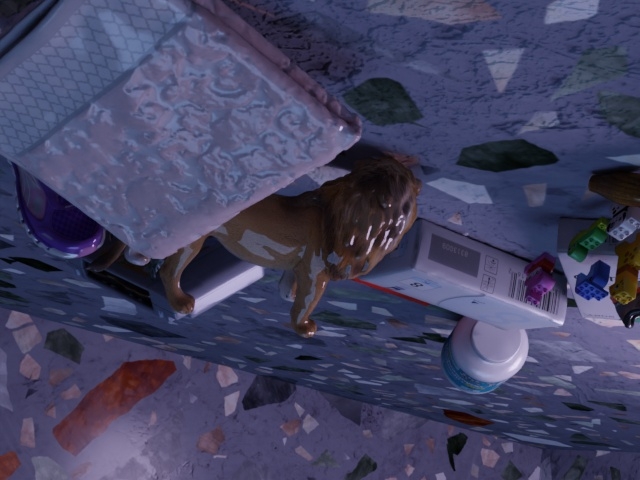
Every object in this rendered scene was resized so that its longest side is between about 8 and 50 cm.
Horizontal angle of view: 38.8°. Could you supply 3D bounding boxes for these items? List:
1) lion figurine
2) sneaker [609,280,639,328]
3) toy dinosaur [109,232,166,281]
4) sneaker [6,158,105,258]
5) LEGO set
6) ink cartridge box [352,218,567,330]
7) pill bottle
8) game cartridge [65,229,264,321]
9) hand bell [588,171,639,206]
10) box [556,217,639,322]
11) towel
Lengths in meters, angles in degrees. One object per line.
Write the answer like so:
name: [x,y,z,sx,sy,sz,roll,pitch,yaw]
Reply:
lion figurine: [-0.080,-0.018,1.142,0.392,0.142,0.240,8,124,-17]
sneaker: [0.456,0.074,1.162,0.158,0.064,0.061,-22,156,29]
toy dinosaur: [-0.279,-0.067,1.261,0.218,0.164,0.322,34,172,-20]
sneaker: [-0.336,-0.090,1.126,0.095,0.236,0.104,-17,158,-29]
LEGO set: [0.354,0.038,1.149,0.087,0.093,0.227,30,141,-10]
ink cartridge box: [0.172,0.083,1.549,0.308,0.091,0.385,19,160,-26]
pill bottle: [0.322,0.214,1.785,0.146,0.146,0.264,10,163,3]
game cartridge: [-0.237,0.027,1.411,0.297,0.198,0.062,18,131,42]
hand bell: [0.417,-0.044,1.010,0.242,0.126,0.126,12,167,37]
box: [0.481,0.054,1.320,0.232,0.058,0.322,3,162,24]
towel: [-0.180,-0.121,0.924,0.332,0.053,0.317,-27,131,36]
